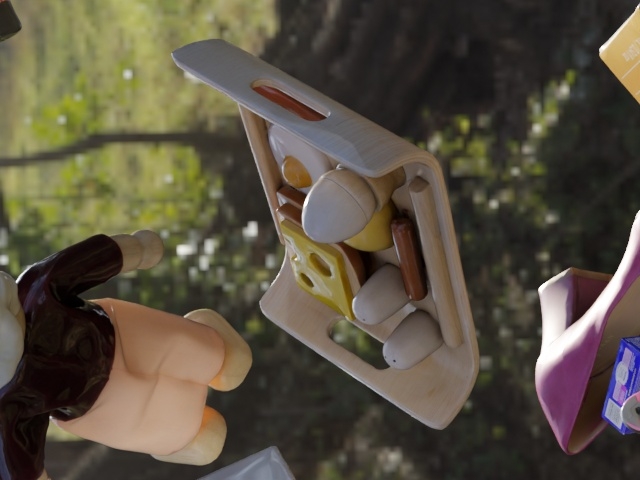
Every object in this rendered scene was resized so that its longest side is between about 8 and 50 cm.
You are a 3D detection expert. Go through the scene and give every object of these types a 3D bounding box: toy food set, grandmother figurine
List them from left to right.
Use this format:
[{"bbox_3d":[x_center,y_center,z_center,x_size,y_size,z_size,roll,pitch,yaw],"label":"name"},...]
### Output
[{"bbox_3d":[-0.173,0.085,1.220,0.342,0.104,0.208,30,-111,-60],"label":"grandmother figurine"},{"bbox_3d":[0.000,0.000,1.388,0.220,0.092,0.306,31,151,35],"label":"toy food set"}]

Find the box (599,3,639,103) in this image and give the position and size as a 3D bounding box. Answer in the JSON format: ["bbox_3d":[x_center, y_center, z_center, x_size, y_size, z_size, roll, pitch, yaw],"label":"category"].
[{"bbox_3d":[0.380,-0.070,1.259,0.345,0.168,0.215,50,179,4],"label":"box"}]

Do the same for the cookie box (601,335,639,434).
[{"bbox_3d":[0.338,0.138,1.752,0.040,0.107,0.092,44,131,52],"label":"cookie box"}]

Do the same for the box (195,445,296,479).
[{"bbox_3d":[-0.027,0.246,1.172,0.170,0.091,0.130,-126,16,-51],"label":"box"}]

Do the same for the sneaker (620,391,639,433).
[{"bbox_3d":[0.312,0.154,1.529,0.057,0.119,0.047,105,164,-64],"label":"sneaker"}]

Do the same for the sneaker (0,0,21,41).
[{"bbox_3d":[-0.394,-0.237,1.744,0.270,0.090,0.145,-13,103,53],"label":"sneaker"}]

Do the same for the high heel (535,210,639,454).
[{"bbox_3d":[0.336,0.077,1.726,0.377,0.127,0.181,136,135,-58],"label":"high heel"}]
